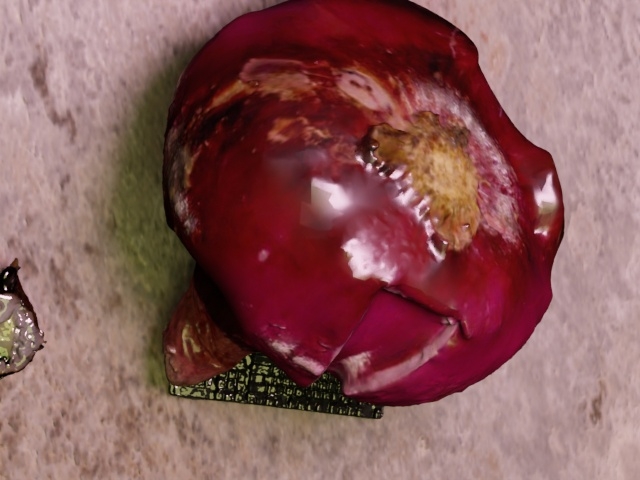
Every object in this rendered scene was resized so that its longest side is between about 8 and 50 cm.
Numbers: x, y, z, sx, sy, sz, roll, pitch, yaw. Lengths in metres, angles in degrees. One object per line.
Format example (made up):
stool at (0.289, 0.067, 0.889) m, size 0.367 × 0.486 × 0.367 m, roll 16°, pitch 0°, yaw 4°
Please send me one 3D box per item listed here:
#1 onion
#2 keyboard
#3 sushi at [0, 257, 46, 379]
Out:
onion at (0.000, 0.000, 1.819) m, size 0.398 × 0.398 × 0.420 m, roll 25°, pitch 135°, yaw -21°
keyboard at (-0.037, 0.136, 1.972) m, size 0.231 × 0.023 × 0.072 m, roll 8°, pitch 98°, yaw -18°
sushi at (-0.312, 0.077, 1.843) m, size 0.094 × 0.084 × 0.098 m, roll -23°, pitch 104°, yaw -6°
